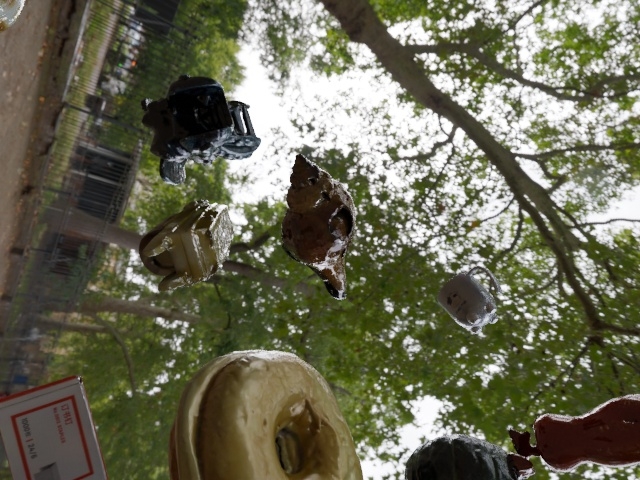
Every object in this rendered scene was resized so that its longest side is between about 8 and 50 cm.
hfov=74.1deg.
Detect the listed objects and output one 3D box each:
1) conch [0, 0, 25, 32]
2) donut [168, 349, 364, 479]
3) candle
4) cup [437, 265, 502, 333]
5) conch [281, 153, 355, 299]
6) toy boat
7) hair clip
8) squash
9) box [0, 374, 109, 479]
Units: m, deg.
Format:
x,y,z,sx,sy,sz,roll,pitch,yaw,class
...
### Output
x,y,z,sx,sy,sz,roll,pitch,yaw,class
-0.445,-0.325,0.486,0.274,0.149,0.182,103,11,-63,conch
-0.095,0.421,0.815,0.198,0.449,0.448,-36,-134,28,donut
0.302,0.127,0.306,0.330,0.048,0.051,-25,-111,28,candle
0.460,0.178,1.256,0.173,0.134,0.142,-43,-137,7,cup
-0.005,0.000,0.504,0.086,0.080,0.232,42,-33,26,conch
-0.209,-0.004,0.675,0.310,0.116,0.089,-112,-171,-73,toy boat
-0.261,-0.235,0.919,0.310,0.207,0.194,-41,117,-81,hair clip
0.303,0.528,0.903,0.252,0.252,0.165,-55,-167,27,squash
-0.422,0.338,0.676,0.050,0.123,0.229,-7,-84,60,box
